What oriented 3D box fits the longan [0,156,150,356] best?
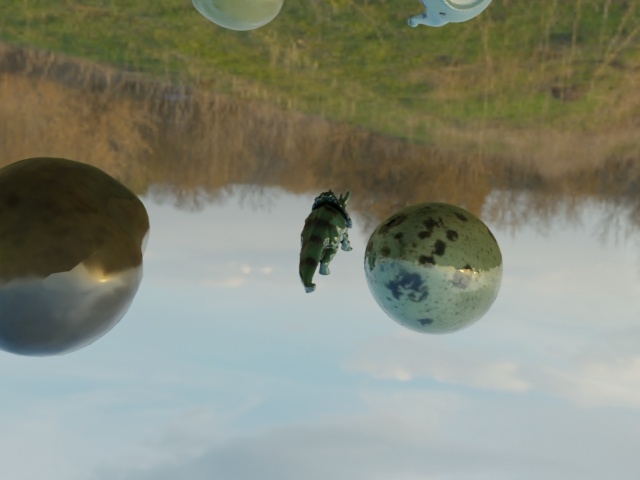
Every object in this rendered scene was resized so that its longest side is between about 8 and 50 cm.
[{"bbox_3d":[-0.491,0.027,1.609,0.404,0.336,0.404,-1,-149,1],"label":"longan"}]

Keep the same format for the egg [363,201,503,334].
[{"bbox_3d":[0.143,0.035,1.179,0.177,0.177,0.228,5,174,35],"label":"egg"}]

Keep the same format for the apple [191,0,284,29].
[{"bbox_3d":[-0.157,-0.498,1.725,0.200,0.200,0.200,2,-176,0],"label":"apple"}]

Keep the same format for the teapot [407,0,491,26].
[{"bbox_3d":[0.202,-0.449,1.450,0.159,0.232,0.159,13,-159,-5],"label":"teapot"}]

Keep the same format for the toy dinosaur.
[{"bbox_3d":[0.001,0.013,1.482,0.079,0.120,0.292,8,-137,12],"label":"toy dinosaur"}]
